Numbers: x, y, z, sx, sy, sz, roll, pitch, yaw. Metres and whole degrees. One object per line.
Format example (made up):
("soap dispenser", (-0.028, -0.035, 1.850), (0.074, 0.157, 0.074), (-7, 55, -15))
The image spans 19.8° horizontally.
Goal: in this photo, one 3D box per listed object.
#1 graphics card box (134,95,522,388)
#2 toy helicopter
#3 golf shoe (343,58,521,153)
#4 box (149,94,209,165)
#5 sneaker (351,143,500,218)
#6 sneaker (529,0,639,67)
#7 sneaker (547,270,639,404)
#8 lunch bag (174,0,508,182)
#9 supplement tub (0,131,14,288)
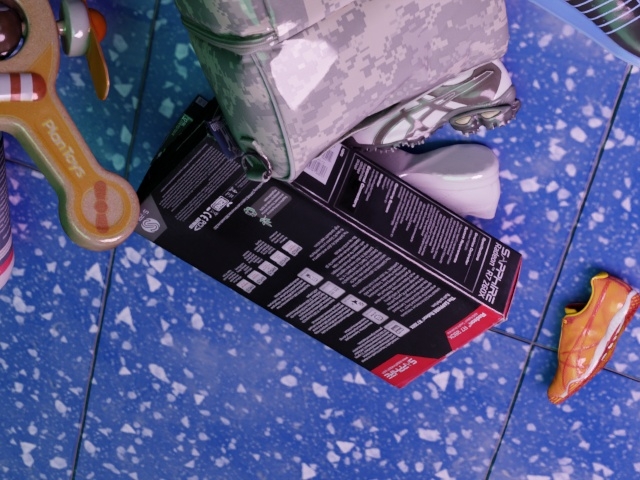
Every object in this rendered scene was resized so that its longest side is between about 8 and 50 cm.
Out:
("graphics card box", (0.000, 0.000, 1.940), (0.371, 0.094, 0.233), (30, 146, -14))
("toy helicopter", (-0.293, -0.153, 1.909), (0.355, 0.235, 0.140), (56, 154, -1))
("golf shoe", (0.106, -0.149, 1.909), (0.198, 0.077, 0.094), (-13, 104, 17))
("box", (-0.138, -0.106, 2.022), (0.062, 0.052, 0.083), (35, 123, -3))
("sneaker", (0.087, -0.052, 1.970), (0.212, 0.080, 0.094), (4, 133, 15))
("sneaker", (0.293, -0.241, 1.777), (0.232, 0.081, 0.090), (28, 132, 2))
("sneaker", (0.290, 0.106, 2.009), (0.067, 0.064, 0.175), (37, 121, 19))
("lunch bag", (0.019, -0.225, 1.743), (0.212, 0.305, 0.256), (24, 141, 62))
("supplement tub", (-0.449, -0.069, 2.066), (0.191, 0.191, 0.272), (9, 122, 13))
